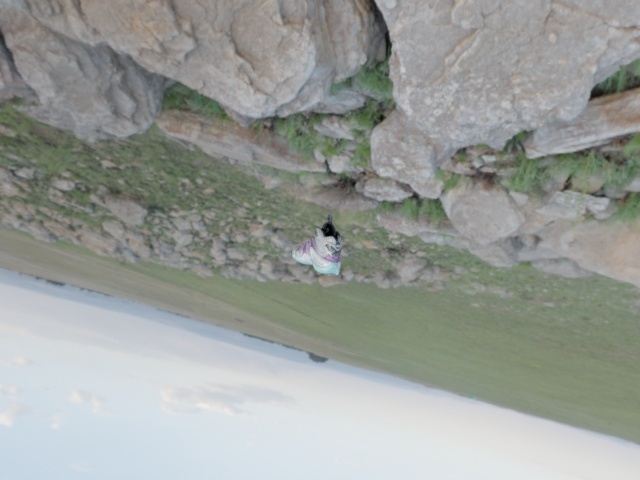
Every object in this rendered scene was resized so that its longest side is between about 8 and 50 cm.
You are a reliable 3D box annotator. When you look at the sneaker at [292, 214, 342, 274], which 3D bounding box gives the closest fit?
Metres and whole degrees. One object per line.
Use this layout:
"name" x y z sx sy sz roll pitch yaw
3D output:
"sneaker" 0.000 0.000 0.557 0.038 0.069 0.098 9 -173 -35
